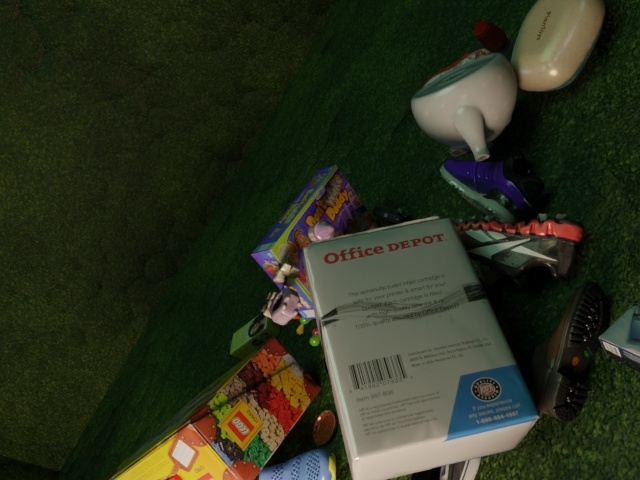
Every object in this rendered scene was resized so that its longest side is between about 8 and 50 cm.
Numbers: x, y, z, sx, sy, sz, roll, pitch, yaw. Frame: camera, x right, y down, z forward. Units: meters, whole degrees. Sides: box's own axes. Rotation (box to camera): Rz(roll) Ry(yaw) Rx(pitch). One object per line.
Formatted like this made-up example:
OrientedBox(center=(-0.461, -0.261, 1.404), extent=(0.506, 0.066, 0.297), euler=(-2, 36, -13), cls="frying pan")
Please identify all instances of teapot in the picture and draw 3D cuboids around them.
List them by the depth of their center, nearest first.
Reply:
OrientedBox(center=(0.341, -0.292, 1.306), extent=(0.256, 0.187, 0.252), euler=(-37, 17, -19), cls="teapot")

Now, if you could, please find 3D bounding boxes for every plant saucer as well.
OrientedBox(center=(0.012, 0.454, 1.396), extent=(0.083, 0.013, 0.083), euler=(-42, 32, 34), cls="plant saucer")

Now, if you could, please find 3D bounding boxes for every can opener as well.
OrientedBox(center=(0.186, -0.062, 1.560), extent=(0.073, 0.059, 0.186), euler=(-59, 26, 5), cls="can opener")

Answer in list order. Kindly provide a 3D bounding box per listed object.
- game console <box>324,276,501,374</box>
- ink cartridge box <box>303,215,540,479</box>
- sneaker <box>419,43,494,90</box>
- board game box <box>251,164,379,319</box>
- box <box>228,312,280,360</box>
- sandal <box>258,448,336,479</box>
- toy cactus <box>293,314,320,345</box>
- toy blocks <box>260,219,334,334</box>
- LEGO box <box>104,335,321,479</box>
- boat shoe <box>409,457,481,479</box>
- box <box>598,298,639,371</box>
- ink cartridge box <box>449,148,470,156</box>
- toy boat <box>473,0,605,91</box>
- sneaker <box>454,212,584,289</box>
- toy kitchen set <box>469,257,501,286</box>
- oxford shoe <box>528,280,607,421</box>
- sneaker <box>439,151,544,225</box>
OrientedBox(center=(0.196, 0.207, 1.158), extent=(0.361, 0.044, 0.213), euler=(-46, 71, 4), cls="game console")
OrientedBox(center=(0.148, 0.176, 1.000), extent=(0.166, 0.286, 0.394), euler=(86, 172, -53), cls="ink cartridge box")
OrientedBox(center=(0.361, -0.404, 1.559), extent=(0.270, 0.090, 0.145), euler=(-36, 32, 36), cls="sneaker")
OrientedBox(center=(0.000, 0.000, 1.509), extent=(0.078, 0.233, 0.347), euler=(-12, 33, 45), cls="board game box")
OrientedBox(center=(-0.219, 0.313, 1.910), extent=(0.232, 0.058, 0.087), euler=(-40, 32, 37), cls="box")
OrientedBox(center=(-0.088, 0.565, 1.326), extent=(0.317, 0.138, 0.126), euler=(-41, 29, 31), cls="sandal")
OrientedBox(center=(0.014, 0.179, 1.596), extent=(0.181, 0.112, 0.219), euler=(-23, 35, 38), cls="toy cactus")
OrientedBox(center=(0.086, 0.096, 1.286), extent=(0.260, 0.309, 0.288), euler=(-16, 50, 64), cls="toy blocks")
OrientedBox(center=(-0.288, 0.514, 1.492), extent=(0.500, 0.193, 0.372), euler=(-41, 0, 35), cls="LEGO box")
OrientedBox(center=(0.178, 0.462, 0.982), extent=(0.108, 0.102, 0.301), euler=(4, 67, 62), cls="boat shoe")
OrientedBox(center=(0.507, 0.129, 0.731), extent=(0.159, 0.044, 0.233), euler=(-38, 24, -10), cls="box")
OrientedBox(center=(0.372, -0.276, 1.477), extent=(0.063, 0.029, 0.115), euler=(-17, 50, 56), cls="ink cartridge box")
OrientedBox(center=(0.505, -0.463, 1.329), extent=(0.318, 0.148, 0.267), euler=(28, 94, 57), cls="toy boat")
OrientedBox(center=(0.345, 0.023, 1.084), extent=(0.276, 0.098, 0.135), euler=(0, 80, 38), cls="sneaker")
OrientedBox(center=(0.314, 0.055, 1.187), extent=(0.068, 0.075, 0.083), euler=(-49, 24, 25), cls="toy kitchen set")
OrientedBox(center=(0.389, 0.168, 0.931), extent=(0.227, 0.083, 0.096), euler=(-64, 21, -9), cls="oxford shoe")
OrientedBox(center=(0.381, -0.136, 1.254), extent=(0.146, 0.102, 0.293), euler=(-48, 31, 9), cls="sneaker")
